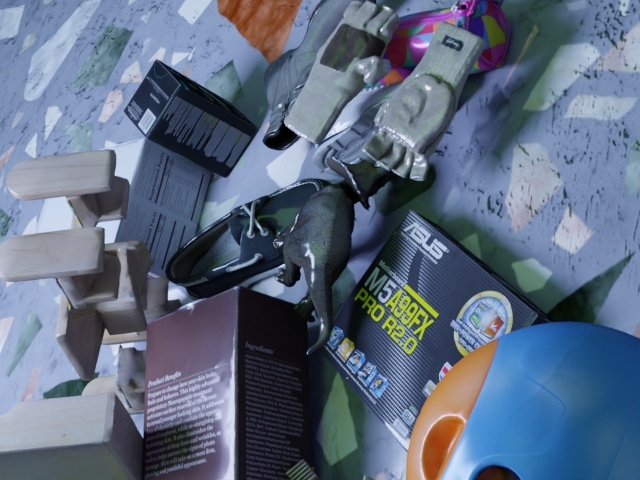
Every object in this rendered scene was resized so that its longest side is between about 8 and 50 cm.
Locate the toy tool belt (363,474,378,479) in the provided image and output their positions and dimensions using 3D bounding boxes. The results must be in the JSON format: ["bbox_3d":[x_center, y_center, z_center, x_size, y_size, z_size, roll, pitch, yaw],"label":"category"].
[{"bbox_3d":[0.071,0.311,1.290,0.052,0.051,0.083,-36,46,30],"label":"toy tool belt"}]

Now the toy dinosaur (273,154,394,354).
[{"bbox_3d":[0.000,0.000,1.438,0.160,0.121,0.313,112,-177,-46],"label":"toy dinosaur"}]

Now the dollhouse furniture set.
[{"bbox_3d":[-0.366,0.146,1.535,0.256,0.362,0.394,-7,52,6],"label":"dollhouse furniture set"}]

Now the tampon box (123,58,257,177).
[{"bbox_3d":[-0.208,-0.193,1.800,0.101,0.161,0.120,-55,38,9],"label":"tampon box"}]

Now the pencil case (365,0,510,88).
[{"bbox_3d":[0.142,-0.265,1.508,0.236,0.104,0.104,-7,64,47],"label":"pencil case"}]

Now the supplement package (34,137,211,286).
[{"bbox_3d":[-0.337,-0.034,1.865,0.262,0.145,0.204,-7,64,46],"label":"supplement package"}]

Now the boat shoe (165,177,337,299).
[{"bbox_3d":[-0.101,-0.002,1.628,0.302,0.091,0.114,-38,45,27],"label":"boat shoe"}]

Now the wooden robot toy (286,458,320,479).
[{"bbox_3d":[0.011,0.327,1.302,0.076,0.079,0.173,-24,63,3],"label":"wooden robot toy"}]

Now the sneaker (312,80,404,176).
[{"bbox_3d":[0.080,-0.177,1.541,0.235,0.090,0.094,-24,43,36],"label":"sneaker"}]

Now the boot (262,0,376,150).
[{"bbox_3d":[0.003,-0.246,1.652,0.246,0.083,0.161,-45,33,33],"label":"boot"}]

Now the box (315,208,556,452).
[{"bbox_3d":[0.130,0.115,1.331,0.216,0.060,0.270,-56,39,9],"label":"box"}]

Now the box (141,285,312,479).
[{"bbox_3d":[-0.121,0.271,1.434,0.191,0.143,0.381,-22,61,39],"label":"box"}]

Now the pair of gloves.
[{"bbox_3d":[0.080,-0.197,1.442,0.240,0.042,0.204,24,88,36],"label":"pair of gloves"}]

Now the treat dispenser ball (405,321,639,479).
[{"bbox_3d":[0.219,0.216,0.995,0.288,0.288,0.288,-25,51,37],"label":"treat dispenser ball"}]
